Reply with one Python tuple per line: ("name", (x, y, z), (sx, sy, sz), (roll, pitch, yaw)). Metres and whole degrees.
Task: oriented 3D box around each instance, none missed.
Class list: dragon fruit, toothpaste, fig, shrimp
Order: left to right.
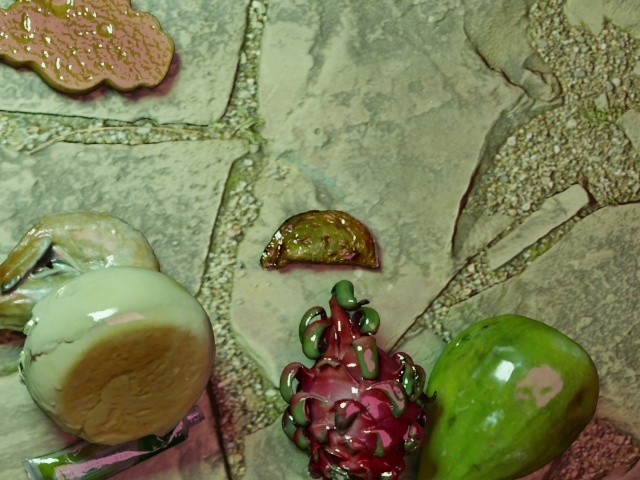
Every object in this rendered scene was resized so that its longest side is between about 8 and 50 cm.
("shrimp", (-0.363, 0.039, 1.636), (0.317, 0.077, 0.168), (2, 75, -28))
("toothpaste", (-0.271, 0.279, 1.662), (0.248, 0.047, 0.078), (-23, 92, -21))
("dragon fruit", (0.039, 0.212, 1.725), (0.273, 0.218, 0.198), (59, 31, -2))
("fig", (0.238, 0.237, 1.784), (0.314, 0.233, 0.233), (-22, 93, -18))

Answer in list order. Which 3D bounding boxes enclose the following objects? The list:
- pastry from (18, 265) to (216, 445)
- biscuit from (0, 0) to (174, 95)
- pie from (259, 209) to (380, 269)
("pastry", (-0.258, 0.146, 1.584), (0.264, 0.133, 0.265), (-18, 134, -19))
("biscuit", (-0.344, -0.290, 1.689), (0.295, 0.044, 0.186), (25, 80, -18))
("pie", (0.002, -0.002, 1.811), (0.191, 0.033, 0.088), (0, 81, -22))
